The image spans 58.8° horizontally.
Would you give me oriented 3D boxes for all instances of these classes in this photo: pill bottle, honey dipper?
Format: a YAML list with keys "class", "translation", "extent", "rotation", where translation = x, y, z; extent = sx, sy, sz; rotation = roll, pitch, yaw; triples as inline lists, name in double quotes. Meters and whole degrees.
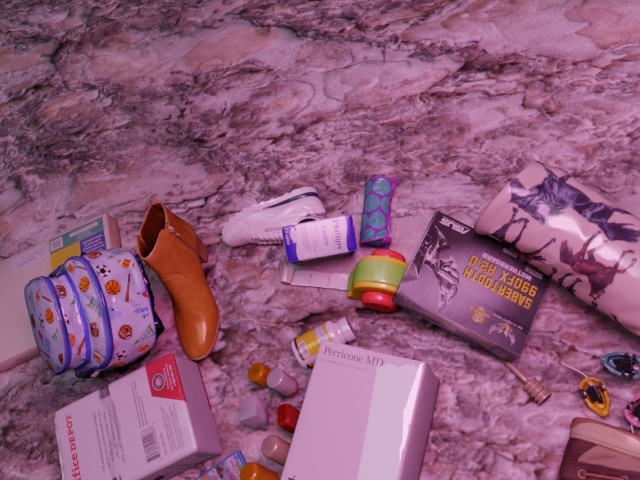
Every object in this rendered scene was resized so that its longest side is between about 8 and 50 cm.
- class: "pill bottle"
  translation: [0.008, 0.194, 1.089]
  extent: [0.116, 0.065, 0.065]
  rotation: [-28, 60, 5]
- class: "honey dipper"
  translation: [0.331, 0.216, 0.991]
  extent: [0.030, 0.030, 0.160]
  rotation: [-40, 56, -2]

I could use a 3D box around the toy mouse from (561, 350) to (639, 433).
- class: "toy mouse"
  translation: [0.489, 0.230, 0.895]
  extent: [0.143, 0.031, 0.160]
  rotation: [-44, 58, 34]

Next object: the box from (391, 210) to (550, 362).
- class: "box"
  translation: [0.267, 0.078, 1.002]
  extent: [0.231, 0.056, 0.183]
  rotation: [28, 67, 8]

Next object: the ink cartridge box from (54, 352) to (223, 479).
- class: "ink cartridge box"
  translation: [-0.355, 0.372, 1.103]
  extent: [0.273, 0.114, 0.196]
  rotation: [-27, 61, 5]

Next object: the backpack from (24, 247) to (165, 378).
- class: "backpack"
  translation: [-0.437, 0.136, 1.103]
  extent: [0.264, 0.213, 0.276]
  rotation: [-25, 87, 41]

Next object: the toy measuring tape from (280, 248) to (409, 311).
- class: "toy measuring tape"
  translation: [0.061, 0.069, 1.101]
  extent: [0.331, 0.121, 0.121]
  rotation: [6, 68, 21]

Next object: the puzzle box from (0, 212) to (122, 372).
- class: "puzzle box"
  translation: [-0.653, 0.131, 1.354]
  extent: [0.409, 0.052, 0.271]
  rotation: [-23, 60, 7]

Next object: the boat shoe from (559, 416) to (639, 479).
- class: "boat shoe"
  translation: [0.496, 0.358, 0.772]
  extent: [0.342, 0.123, 0.123]
  rotation: [13, 68, 46]

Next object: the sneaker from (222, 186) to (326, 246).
- class: "sneaker"
  translation: [-0.102, -0.031, 1.224]
  extent: [0.235, 0.090, 0.094]
  rotation: [-23, 70, 9]

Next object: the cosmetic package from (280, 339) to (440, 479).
- class: "cosmetic package"
  translation: [0.058, 0.371, 0.940]
  extent: [0.197, 0.155, 0.365]
  rotation: [7, 70, 24]

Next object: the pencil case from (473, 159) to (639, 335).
- class: "pencil case"
  translation: [0.448, 0.031, 0.910]
  extent: [0.410, 0.183, 0.160]
  rotation: [38, 72, 21]

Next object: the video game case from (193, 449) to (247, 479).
- class: "video game case"
  translation: [-0.193, 0.487, 1.052]
  extent: [0.166, 0.015, 0.119]
  rotation: [-35, 59, 1]

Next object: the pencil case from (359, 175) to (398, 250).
- class: "pencil case"
  translation: [0.120, -0.057, 1.167]
  extent: [0.070, 0.064, 0.151]
  rotation: [-9, 63, 33]

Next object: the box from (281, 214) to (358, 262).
- class: "box"
  translation: [0.000, 0.000, 1.124]
  extent: [0.137, 0.126, 0.072]
  rotation: [-11, 87, 0]

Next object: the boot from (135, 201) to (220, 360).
- class: "boot"
  translation: [-0.300, 0.084, 1.163]
  extent: [0.104, 0.211, 0.294]
  rotation: [-15, 62, 13]

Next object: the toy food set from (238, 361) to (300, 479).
- class: "toy food set"
  translation: [-0.076, 0.340, 1.052]
  extent: [0.111, 0.104, 0.232]
  rotation: [-28, 41, 21]
